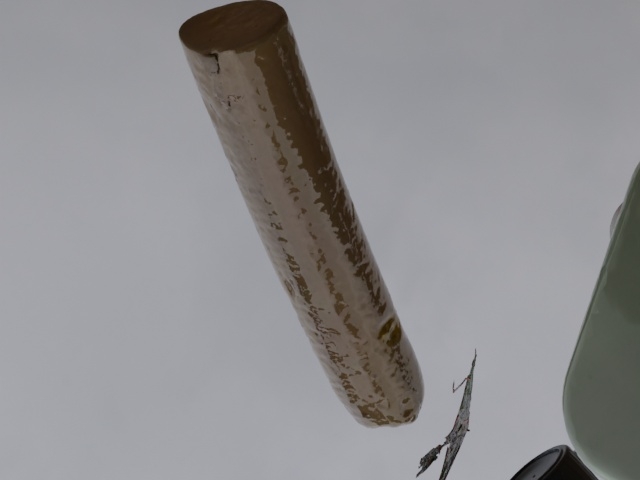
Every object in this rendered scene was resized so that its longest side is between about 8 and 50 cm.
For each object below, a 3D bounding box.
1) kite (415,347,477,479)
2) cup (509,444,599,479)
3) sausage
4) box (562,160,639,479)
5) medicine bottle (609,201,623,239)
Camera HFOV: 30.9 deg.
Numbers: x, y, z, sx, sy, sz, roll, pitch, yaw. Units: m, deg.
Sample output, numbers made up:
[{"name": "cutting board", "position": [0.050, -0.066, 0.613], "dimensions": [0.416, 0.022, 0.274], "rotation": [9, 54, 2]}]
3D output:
[{"name": "kite", "position": [0.137, 0.211, 1.230], "dimensions": [0.006, 0.198, 0.244], "rotation": [16, -176, 18]}, {"name": "cup", "position": [0.294, 0.317, 1.357], "dimensions": [0.138, 0.113, 0.150], "rotation": [51, -156, 1]}, {"name": "sausage", "position": [-0.001, -0.001, 0.677], "dimensions": [0.066, 0.301, 0.066], "rotation": [-14, -145, 10]}, {"name": "box", "position": [0.356, 0.085, 0.499], "dimensions": [0.344, 0.177, 0.352], "rotation": [8, -169, -36]}, {"name": "medicine bottle", "position": [0.206, -0.011, 0.678], "dimensions": [0.052, 0.052, 0.089], "rotation": [22, -158, 24]}]
